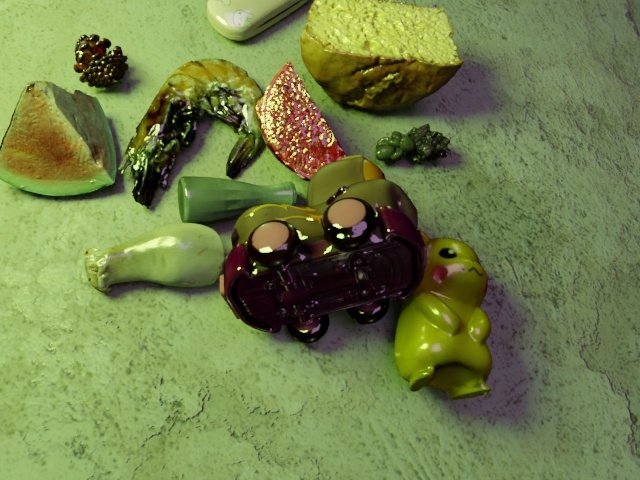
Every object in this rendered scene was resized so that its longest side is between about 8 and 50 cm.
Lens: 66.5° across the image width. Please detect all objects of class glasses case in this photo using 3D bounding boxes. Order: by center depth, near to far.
[{"bbox_3d":[-0.127,-0.554,1.107,0.113,0.075,0.297,45,66,3],"label":"glasses case"}]

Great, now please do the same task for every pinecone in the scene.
[{"bbox_3d":[-0.429,-0.345,0.945,0.102,0.102,0.109,-32,52,-23],"label":"pinecone"}]

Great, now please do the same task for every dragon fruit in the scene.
[{"bbox_3d":[-0.033,-0.195,0.980,0.126,0.161,0.274,-32,88,6],"label":"dragon fruit"}]

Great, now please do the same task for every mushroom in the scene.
[{"bbox_3d":[-0.282,0.028,0.835,0.225,0.093,0.116,-2,91,-20],"label":"mushroom"}]

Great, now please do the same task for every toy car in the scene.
[{"bbox_3d":[0.000,0.000,0.832,0.340,0.271,0.240,-14,50,1],"label":"toy car"}]

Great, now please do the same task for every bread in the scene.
[{"bbox_3d":[0.113,-0.392,1.053,0.340,0.179,0.194,2,67,-11],"label":"bread"}]

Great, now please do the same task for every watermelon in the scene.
[{"bbox_3d":[-0.471,-0.184,0.843,0.207,0.202,0.136,-20,37,-23],"label":"watermelon"}]

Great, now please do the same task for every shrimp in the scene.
[{"bbox_3d":[-0.229,-0.206,0.958,0.233,0.071,0.365,26,66,-12],"label":"shrimp"}]

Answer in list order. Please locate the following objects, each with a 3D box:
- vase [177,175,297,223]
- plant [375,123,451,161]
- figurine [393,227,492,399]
[{"bbox_3d":[-0.152,-0.080,0.915,0.214,0.086,0.086,-5,71,-24],"label":"vase"},{"bbox_3d":[0.198,-0.205,1.059,0.174,0.087,0.085,-6,36,-13],"label":"plant"},{"bbox_3d":[0.228,0.120,0.895,0.218,0.169,0.327,21,67,-23],"label":"figurine"}]
